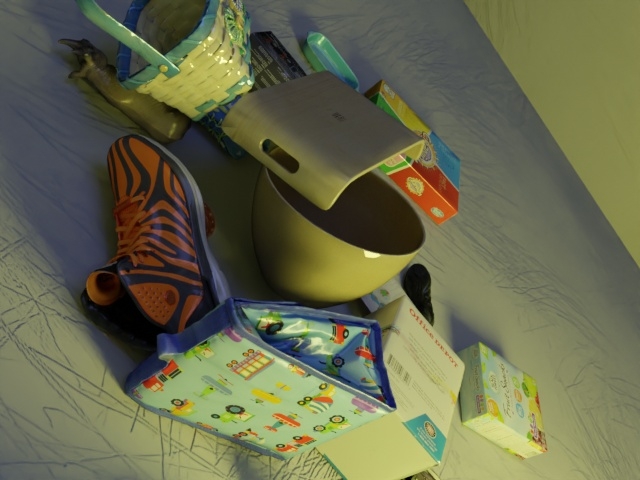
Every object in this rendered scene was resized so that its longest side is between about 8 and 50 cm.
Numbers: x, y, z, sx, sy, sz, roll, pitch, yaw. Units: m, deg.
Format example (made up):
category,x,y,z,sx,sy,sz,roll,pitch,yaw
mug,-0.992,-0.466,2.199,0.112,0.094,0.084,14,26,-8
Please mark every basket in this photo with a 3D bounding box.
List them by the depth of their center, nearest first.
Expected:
category,x,y,z,sx,sy,sz,roll,pitch,yaw
basket,-0.233,-0.342,1.070,0.289,0.201,0.254,31,41,-42

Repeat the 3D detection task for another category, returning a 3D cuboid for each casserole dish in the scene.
category,x,y,z,sx,sy,sz,roll,pitch,yaw
casserole dish,0.021,-0.420,1.739,0.188,0.037,0.114,52,34,-5

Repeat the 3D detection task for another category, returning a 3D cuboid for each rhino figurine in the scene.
category,x,y,z,sx,sy,sz,roll,pitch,yaw
rhino figurine,-0.305,-0.243,1.144,0.243,0.073,0.106,35,36,-26

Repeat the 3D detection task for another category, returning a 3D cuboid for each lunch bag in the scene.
category,x,y,z,sx,sy,sz,roll,pitch,yaw
lunch bag,-0.087,0.173,0.925,0.293,0.221,0.138,23,45,-40

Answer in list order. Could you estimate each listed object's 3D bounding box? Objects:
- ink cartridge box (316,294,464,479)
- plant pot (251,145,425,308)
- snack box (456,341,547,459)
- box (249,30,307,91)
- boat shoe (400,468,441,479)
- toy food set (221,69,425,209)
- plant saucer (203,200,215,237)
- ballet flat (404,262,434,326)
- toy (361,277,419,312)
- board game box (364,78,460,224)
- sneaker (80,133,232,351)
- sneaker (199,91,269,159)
category,x,y,z,sx,sy,sz,roll,pitch,yaw
ink cartridge box,0.100,0.240,1.151,0.171,0.168,0.232,50,34,-10
plant pot,0.000,0.000,1.182,0.284,0.190,0.284,23,30,-14
snack box,0.379,0.337,1.513,0.207,0.070,0.174,33,40,-28
box,-0.041,-0.272,1.428,0.307,0.077,0.242,49,14,-11
boat shoe,0.155,0.393,1.203,0.152,0.056,0.049,53,43,2
toy food set,0.014,-0.166,1.188,0.220,0.092,0.306,39,39,15
plant saucer,-0.204,-0.038,1.147,0.084,0.013,0.083,31,41,-31
ballet flat,0.206,0.120,1.514,0.049,0.058,0.173,82,8,-49
toy,0.125,0.139,1.375,0.137,0.056,0.237,-18,71,-52
board game box,0.223,-0.223,1.800,0.316,0.064,0.242,41,36,-21
sneaker,-0.243,0.000,0.965,0.180,0.125,0.321,-12,72,-56
sneaker,-0.168,-0.219,1.278,0.240,0.091,0.126,13,53,-47
